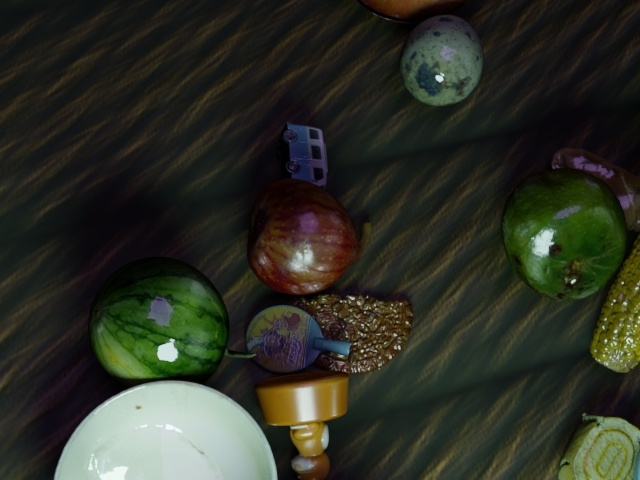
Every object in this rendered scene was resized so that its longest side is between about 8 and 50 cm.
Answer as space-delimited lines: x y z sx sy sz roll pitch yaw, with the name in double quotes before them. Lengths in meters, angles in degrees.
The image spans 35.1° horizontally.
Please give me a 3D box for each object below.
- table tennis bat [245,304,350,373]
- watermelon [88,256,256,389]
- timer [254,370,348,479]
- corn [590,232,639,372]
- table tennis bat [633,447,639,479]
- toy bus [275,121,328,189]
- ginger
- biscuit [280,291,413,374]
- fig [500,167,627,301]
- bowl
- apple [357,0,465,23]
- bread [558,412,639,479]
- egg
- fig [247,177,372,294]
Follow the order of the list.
"table tennis bat" -0.033 0.147 1.470 0.155 0.019 0.100 9 77 8
"watermelon" -0.209 0.120 1.376 0.215 0.188 0.188 21 58 -38
"timer" -0.018 0.264 1.399 0.132 0.132 0.152 -6 88 -16
"corn" 0.518 0.054 1.554 0.119 0.119 0.322 31 98 2
"table tennis bat" 0.495 0.387 1.474 0.153 0.040 0.244 36 67 -28
"toy bus" -0.027 -0.119 1.596 0.075 0.060 0.123 3 63 -16
"ginger" 0.546 -0.066 1.699 0.334 0.081 0.148 13 48 -8
"biscuit" 0.045 0.139 1.511 0.206 0.025 0.126 -1 66 -13
"fig" 0.361 -0.035 1.611 0.203 0.203 0.235 -9 32 -17
"bowl" -0.192 0.330 1.289 0.277 0.145 0.277 2 64 -3
"apple" 0.163 -0.511 1.743 0.272 0.206 0.251 9 61 -7
"bread" 0.411 0.329 1.481 0.117 0.064 0.156 41 68 -7
"egg" 0.204 -0.305 1.693 0.141 0.141 0.181 22 45 -2
"fig" -0.003 0.004 1.498 0.207 0.175 0.175 21 61 -24
